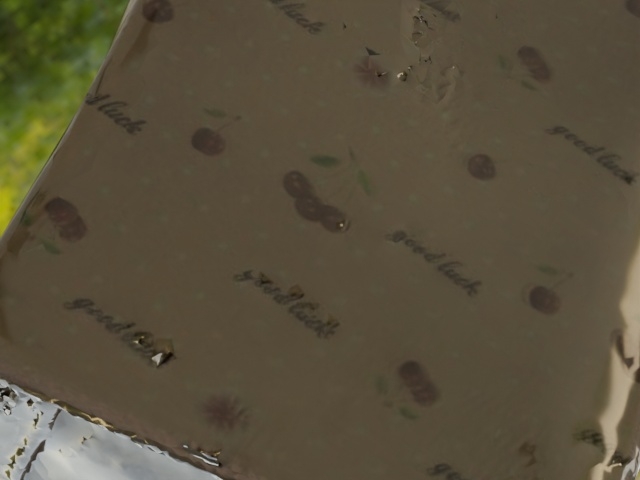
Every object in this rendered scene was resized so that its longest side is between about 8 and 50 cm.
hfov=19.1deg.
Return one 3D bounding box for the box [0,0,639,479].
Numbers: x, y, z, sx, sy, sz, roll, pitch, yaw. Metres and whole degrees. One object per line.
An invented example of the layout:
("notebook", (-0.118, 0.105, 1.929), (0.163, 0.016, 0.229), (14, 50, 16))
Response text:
("box", (0.000, 0.000, 0.619), (0.225, 0.190, 0.297), (122, -9, -55))
